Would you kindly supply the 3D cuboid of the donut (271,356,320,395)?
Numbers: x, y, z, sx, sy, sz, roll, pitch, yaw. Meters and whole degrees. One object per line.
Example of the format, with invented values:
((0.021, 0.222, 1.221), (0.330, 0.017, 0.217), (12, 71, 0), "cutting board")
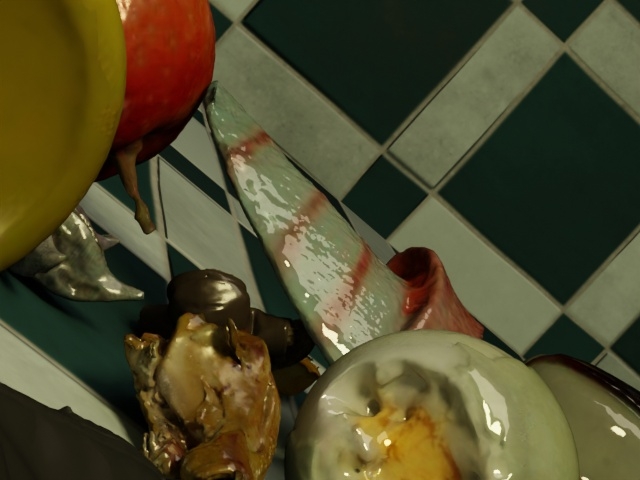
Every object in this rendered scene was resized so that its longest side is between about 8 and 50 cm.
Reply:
((-0.034, 0.102, 1.226), (0.067, 0.038, 0.083), (40, 2, 2), "donut")

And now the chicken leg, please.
((-0.064, 0.107, 0.847), (0.207, 0.085, 0.101), (-106, -178, -65), "chicken leg")

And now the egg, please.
((0.075, 0.151, 0.954), (0.183, 0.183, 0.217), (45, -3, 21), "egg")

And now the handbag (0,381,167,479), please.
((-0.066, 0.164, 0.514), (0.275, 0.088, 0.244), (47, 4, 40), "handbag")

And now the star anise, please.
((-0.207, -0.032, 0.967), (0.204, 0.061, 0.181), (33, 22, -26), "star anise")

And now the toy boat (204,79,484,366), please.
((0.000, 0.000, 1.094), (0.282, 0.096, 0.206), (52, 28, -6), "toy boat")

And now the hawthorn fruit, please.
((-0.179, -0.128, 1.122), (0.272, 0.242, 0.242), (59, 11, 12), "hawthorn fruit")

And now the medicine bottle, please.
((-0.251, -0.147, 0.774), (0.224, 0.224, 0.384), (37, 8, -34), "medicine bottle")

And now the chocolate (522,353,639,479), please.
((0.286, 0.237, 1.557), (0.283, 0.186, 0.283), (42, 7, -7), "chocolate")

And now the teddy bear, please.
((-0.068, 0.074, 1.068), (0.119, 0.078, 0.160), (3, -19, 18), "teddy bear")
